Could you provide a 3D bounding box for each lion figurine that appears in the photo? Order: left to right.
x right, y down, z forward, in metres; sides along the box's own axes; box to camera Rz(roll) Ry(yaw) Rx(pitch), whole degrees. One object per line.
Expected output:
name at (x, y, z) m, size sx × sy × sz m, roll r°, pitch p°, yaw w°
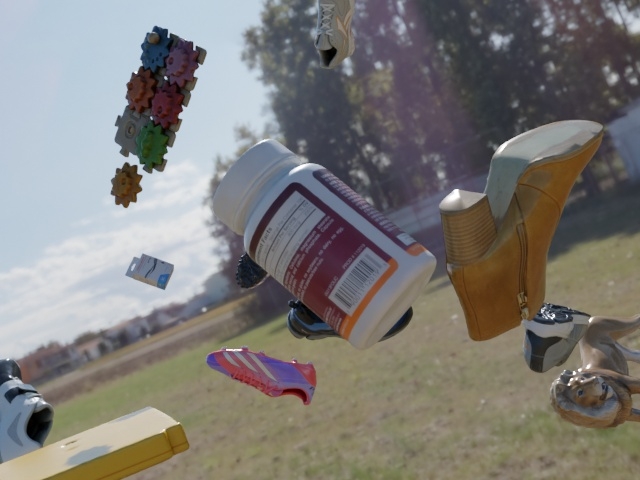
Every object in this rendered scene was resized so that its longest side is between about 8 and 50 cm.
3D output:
lion figurine at (0.599, 0.260, 1.765) m, size 0.240 × 0.142 × 0.392 m, roll 15°, pitch 29°, yaw 7°

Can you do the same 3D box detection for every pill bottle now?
pill bottle at (0.000, 0.000, 1.574) m, size 0.224 × 0.392 × 0.224 m, roll -45°, pitch -16°, yaw -17°

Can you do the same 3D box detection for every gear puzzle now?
gear puzzle at (-0.328, -0.221, 1.547) m, size 0.044 × 0.175 × 0.339 m, roll 5°, pitch -68°, yaw -51°

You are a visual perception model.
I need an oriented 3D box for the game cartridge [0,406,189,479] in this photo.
game cartridge at (-0.347, 0.320, 1.201) m, size 0.285 × 0.052 × 0.324 m, roll -19°, pitch 1°, yaw -19°

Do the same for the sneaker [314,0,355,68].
sneaker at (0.030, -0.575, 2.257) m, size 0.099 × 0.262 × 0.121 m, roll 16°, pitch 51°, yaw 26°

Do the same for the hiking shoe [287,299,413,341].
hiking shoe at (0.075, 0.177, 1.981) m, size 0.304 × 0.113 × 0.132 m, roll -5°, pitch -25°, yaw -9°

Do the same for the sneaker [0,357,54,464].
sneaker at (-0.690, 0.397, 1.977) m, size 0.146 × 0.330 × 0.122 m, roll -27°, pitch -43°, yaw 3°

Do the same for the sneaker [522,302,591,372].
sneaker at (0.408, 0.169, 1.497) m, size 0.100 × 0.108 × 0.271 m, roll 12°, pitch 7°, yaw 27°

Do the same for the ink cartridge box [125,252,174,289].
ink cartridge box at (-0.331, 0.058, 1.634) m, size 0.028 × 0.083 × 0.048 m, roll 111°, pitch 179°, yaw -60°

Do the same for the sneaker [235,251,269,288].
sneaker at (-0.101, 0.017, 1.889) m, size 0.237 × 0.085 × 0.086 m, roll -52°, pitch -28°, yaw 13°

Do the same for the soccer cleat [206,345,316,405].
soccer cleat at (-0.127, 0.294, 1.832) m, size 0.248 × 0.095 × 0.083 m, roll 12°, pitch -30°, yaw -14°

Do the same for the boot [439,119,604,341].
boot at (0.278, -0.014, 1.122) m, size 0.295 × 0.211 × 0.104 m, roll -33°, pitch 31°, yaw -24°
